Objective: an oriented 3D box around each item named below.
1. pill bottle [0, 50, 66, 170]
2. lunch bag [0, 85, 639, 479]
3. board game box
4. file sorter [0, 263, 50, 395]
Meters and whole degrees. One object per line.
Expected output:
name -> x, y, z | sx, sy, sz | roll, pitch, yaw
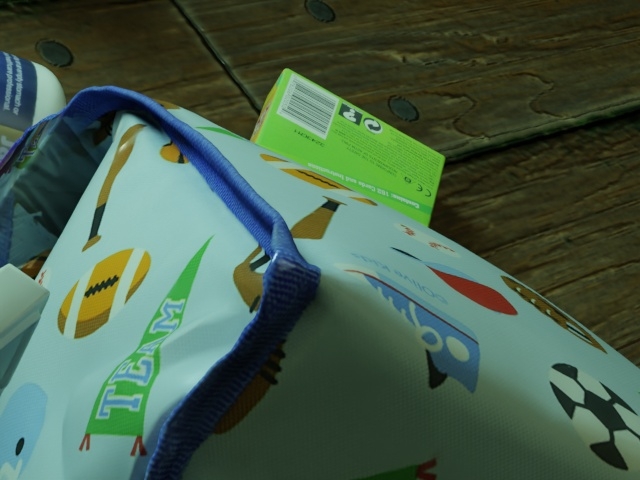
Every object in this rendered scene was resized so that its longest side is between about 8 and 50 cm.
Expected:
pill bottle -> -0.193, -0.049, 0.946 | 0.186, 0.112, 0.112 | 17, 41, -23
lunch bag -> 0.007, 0.102, 0.791 | 0.328, 0.239, 0.385 | 33, 8, -24
board game box -> 0.000, 0.000, 1.108 | 0.124, 0.039, 0.259 | 29, 35, -8
file sorter -> -0.251, 0.103, 0.609 | 0.173, 0.278, 0.193 | 36, 37, 8
